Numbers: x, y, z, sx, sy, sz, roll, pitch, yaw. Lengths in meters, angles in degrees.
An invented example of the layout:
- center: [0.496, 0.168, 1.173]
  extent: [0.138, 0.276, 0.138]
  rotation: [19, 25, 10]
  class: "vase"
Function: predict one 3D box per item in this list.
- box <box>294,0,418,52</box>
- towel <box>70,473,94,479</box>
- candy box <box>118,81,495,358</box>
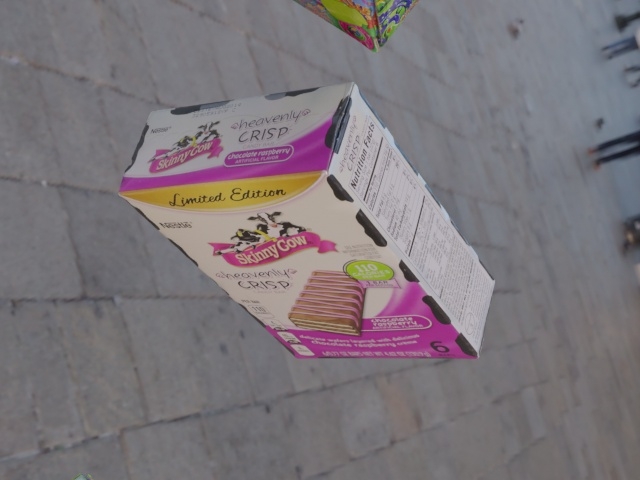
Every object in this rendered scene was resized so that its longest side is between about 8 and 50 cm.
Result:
- center: [0.022, -0.278, 0.394]
  extent: [0.177, 0.279, 0.290]
  rotation: [36, -9, 19]
  class: "box"
- center: [-0.143, 0.166, 0.562]
  extent: [0.060, 0.083, 0.009]
  rotation: [50, -23, 22]
  class: "towel"
- center: [0.000, 0.000, 0.729]
  extent: [0.233, 0.159, 0.071]
  rotation: [48, 48, -44]
  class: "candy box"
